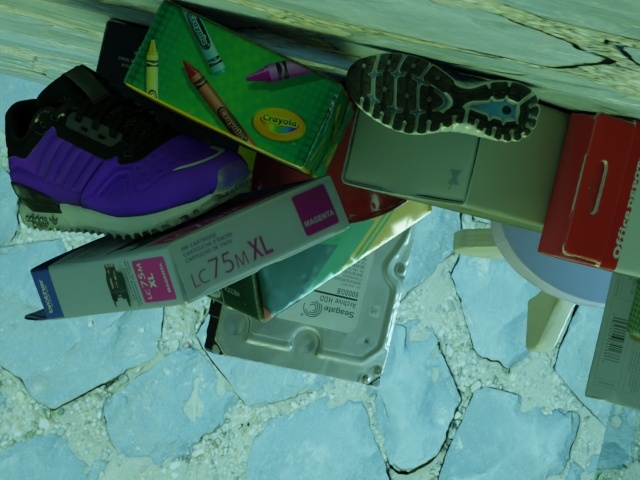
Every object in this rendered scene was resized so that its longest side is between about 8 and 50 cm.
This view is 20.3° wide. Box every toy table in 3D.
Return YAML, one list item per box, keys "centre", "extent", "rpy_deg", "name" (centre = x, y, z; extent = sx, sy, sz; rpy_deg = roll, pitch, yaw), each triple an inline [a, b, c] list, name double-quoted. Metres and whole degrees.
- centre: [0.308, 0.004, 2.237]
  extent: [0.274, 0.252, 0.161]
  rpy_deg: [22, 161, -18]
  name: "toy table"

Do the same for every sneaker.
- centre: [-0.193, -0.087, 1.619]
  extent: [0.293, 0.146, 0.102]
  rpy_deg: [0, -159, 42]
  name: "sneaker"
- centre: [0.097, -0.115, 1.491]
  extent: [0.162, 0.063, 0.073]
  rpy_deg: [13, -176, -12]
  name: "sneaker"

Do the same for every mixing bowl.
- centre: [0.012, -0.101, 1.837]
  extent: [0.181, 0.098, 0.181]
  rpy_deg: [-5, -148, 3]
  name: "mixing bowl"

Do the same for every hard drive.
- centre: [0.000, 0.000, 2.280]
  extent: [0.237, 0.339, 0.064]
  rpy_deg: [14, 180, -18]
  name: "hard drive"

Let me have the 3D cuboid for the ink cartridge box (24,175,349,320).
- centre: [-0.138, 0.011, 1.647]
  extent: [0.186, 0.065, 0.311]
  rpy_deg: [-25, -173, -35]
  name: "ink cartridge box"

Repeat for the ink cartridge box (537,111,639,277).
- centre: [0.282, -0.036, 1.620]
  extent: [0.231, 0.134, 0.078]
  rpy_deg: [14, 180, -42]
  name: "ink cartridge box"

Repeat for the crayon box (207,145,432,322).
- centre: [-0.024, -0.044, 1.922]
  extent: [0.202, 0.081, 0.318]
  rpy_deg: [23, -138, 39]
  name: "crayon box"

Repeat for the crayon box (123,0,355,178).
- centre: [-0.064, -0.126, 1.586]
  extent: [0.165, 0.081, 0.278]
  rpy_deg: [26, -179, 3]
  name: "crayon box"

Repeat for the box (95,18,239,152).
- centre: [-0.154, -0.125, 1.792]
  extent: [0.156, 0.158, 0.093]
  rpy_deg: [14, 180, -5]
  name: "box"

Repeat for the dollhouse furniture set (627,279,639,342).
- centre: [0.426, 0.030, 1.775]
  extent: [0.301, 0.198, 0.151]
  rpy_deg: [13, -179, 36]
  name: "dollhouse furniture set"

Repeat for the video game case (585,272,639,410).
- centre: [0.429, 0.066, 1.902]
  extent: [0.244, 0.269, 0.061]
  rpy_deg: [14, -178, 35]
  name: "video game case"

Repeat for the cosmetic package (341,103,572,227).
- centre: [0.188, -0.069, 1.692]
  extent: [0.160, 0.113, 0.309]
  rpy_deg: [13, 180, 44]
  name: "cosmetic package"
